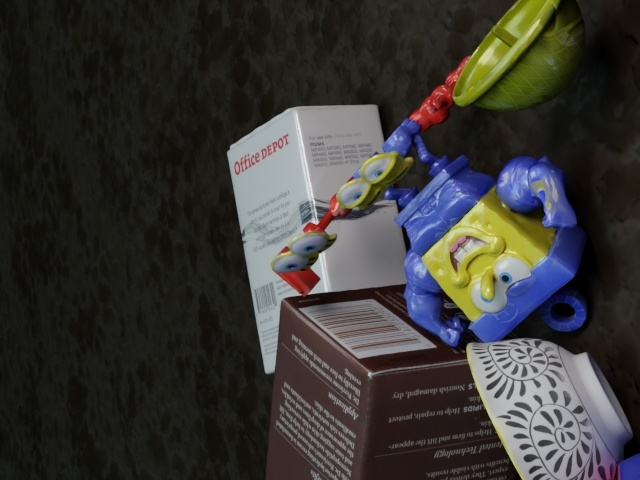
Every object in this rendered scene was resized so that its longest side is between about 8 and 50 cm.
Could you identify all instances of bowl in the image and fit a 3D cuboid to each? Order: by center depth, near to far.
[{"bbox_3d":[0.187,0.136,1.172,0.080,0.170,0.170,-30,59,11],"label":"bowl"}]

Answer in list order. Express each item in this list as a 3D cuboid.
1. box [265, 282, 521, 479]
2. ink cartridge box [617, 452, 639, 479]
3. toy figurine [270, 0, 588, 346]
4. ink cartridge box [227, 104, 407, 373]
[{"bbox_3d":[0.064,0.162,1.346,0.168,0.167,0.203,37,126,54],"label":"box"},{"bbox_3d":[0.237,0.278,1.063,0.176,0.069,0.371,-48,-39,-77],"label":"ink cartridge box"},{"bbox_3d":[0.153,-0.031,1.222,0.217,0.191,0.362,44,124,-1],"label":"toy figurine"},{"bbox_3d":[0.000,0.000,1.510,0.172,0.100,0.237,-24,74,61],"label":"ink cartridge box"}]
